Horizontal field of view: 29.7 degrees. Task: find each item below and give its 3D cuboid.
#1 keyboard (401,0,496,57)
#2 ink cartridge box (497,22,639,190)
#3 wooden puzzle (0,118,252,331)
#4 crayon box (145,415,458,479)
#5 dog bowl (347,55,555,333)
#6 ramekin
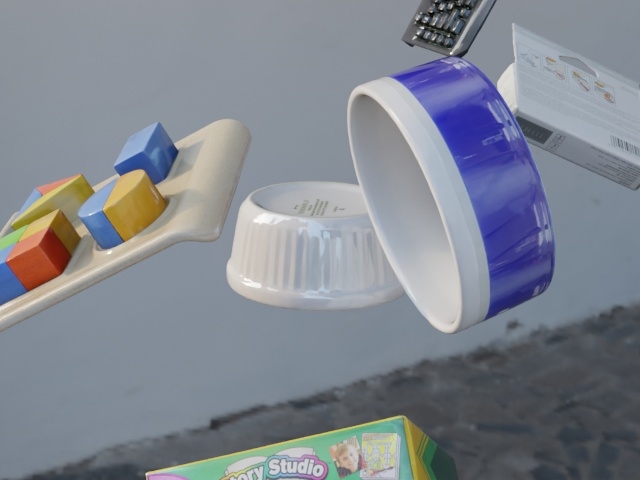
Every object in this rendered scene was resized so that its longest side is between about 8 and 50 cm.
[{"bbox_3d":[0.176,-0.356,1.332,0.033,0.317,0.201,27,3,-30],"label":"keyboard"},{"bbox_3d":[0.430,-0.230,2.055,0.275,0.060,0.239,22,42,-15],"label":"ink cartridge box"},{"bbox_3d":[-0.267,-0.035,1.441,0.347,0.081,0.322,-21,23,15],"label":"wooden puzzle"},{"bbox_3d":[-0.010,0.358,1.673,0.362,0.106,0.313,-15,-23,13],"label":"crayon box"},{"bbox_3d":[0.126,-0.046,1.213,0.104,0.265,0.265,-21,28,-11],"label":"dog bowl"},{"bbox_3d":[0.000,0.000,1.741,0.272,0.127,0.273,2,17,-1],"label":"ramekin"}]
